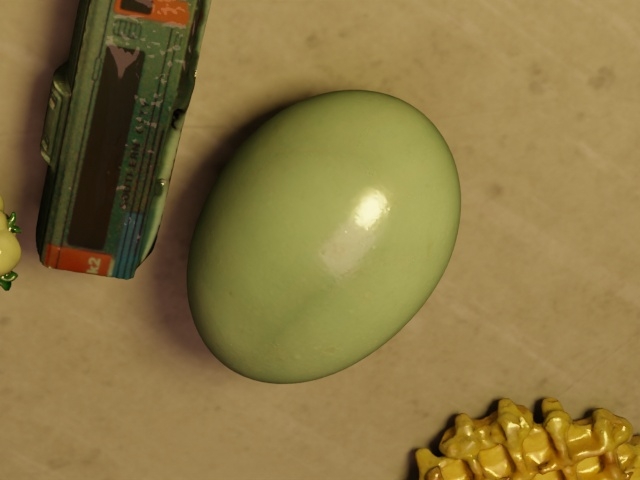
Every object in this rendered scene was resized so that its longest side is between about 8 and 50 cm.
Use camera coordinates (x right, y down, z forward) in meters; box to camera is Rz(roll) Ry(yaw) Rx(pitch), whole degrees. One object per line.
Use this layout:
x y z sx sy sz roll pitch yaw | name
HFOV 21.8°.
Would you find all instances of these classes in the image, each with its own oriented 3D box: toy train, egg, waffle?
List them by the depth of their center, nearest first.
-0.117 -0.169 1.074 0.089 0.086 0.409 8 118 -14 | toy train
0.000 0.000 1.150 0.168 0.168 0.231 25 115 -24 | egg
0.173 0.240 1.394 0.253 0.056 0.249 9 117 -19 | waffle

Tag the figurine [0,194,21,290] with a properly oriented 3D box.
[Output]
-0.293 -0.019 1.119 0.197 0.093 0.147 26 101 -23 | figurine
